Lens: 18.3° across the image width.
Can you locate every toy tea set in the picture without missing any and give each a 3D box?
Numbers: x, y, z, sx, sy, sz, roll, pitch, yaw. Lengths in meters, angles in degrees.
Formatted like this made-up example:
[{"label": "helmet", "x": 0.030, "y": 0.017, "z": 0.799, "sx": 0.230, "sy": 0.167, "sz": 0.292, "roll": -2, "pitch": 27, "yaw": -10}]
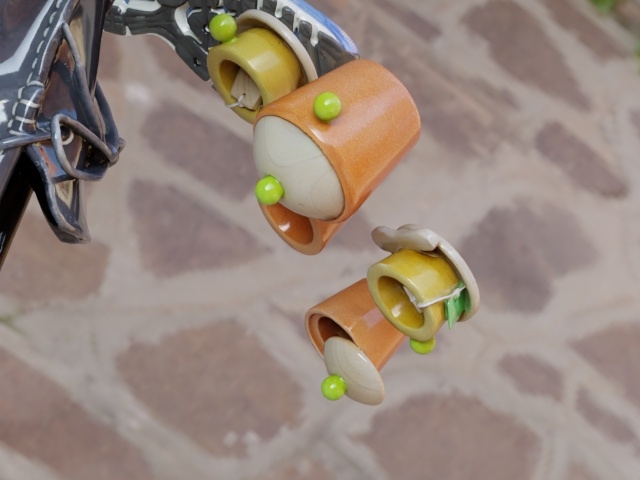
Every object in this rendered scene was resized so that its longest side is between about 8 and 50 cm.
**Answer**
[{"label": "toy tea set", "x": 0.000, "y": 0.000, "z": 1.447, "sx": 0.124, "sy": 0.336, "sz": 0.200, "roll": -39, "pitch": 34, "yaw": -26}]

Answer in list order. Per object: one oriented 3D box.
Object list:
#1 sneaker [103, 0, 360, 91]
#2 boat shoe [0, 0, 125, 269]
[{"label": "sneaker", "x": -0.087, "y": -0.234, "z": 1.913, "sx": 0.330, "sy": 0.130, "sz": 0.147, "roll": 30, "pitch": 38, "yaw": 27}, {"label": "boat shoe", "x": -0.196, "y": -0.063, "z": 1.240, "sx": 0.156, "sy": 0.500, "sz": 0.187, "roll": 30, "pitch": -7, "yaw": 3}]
